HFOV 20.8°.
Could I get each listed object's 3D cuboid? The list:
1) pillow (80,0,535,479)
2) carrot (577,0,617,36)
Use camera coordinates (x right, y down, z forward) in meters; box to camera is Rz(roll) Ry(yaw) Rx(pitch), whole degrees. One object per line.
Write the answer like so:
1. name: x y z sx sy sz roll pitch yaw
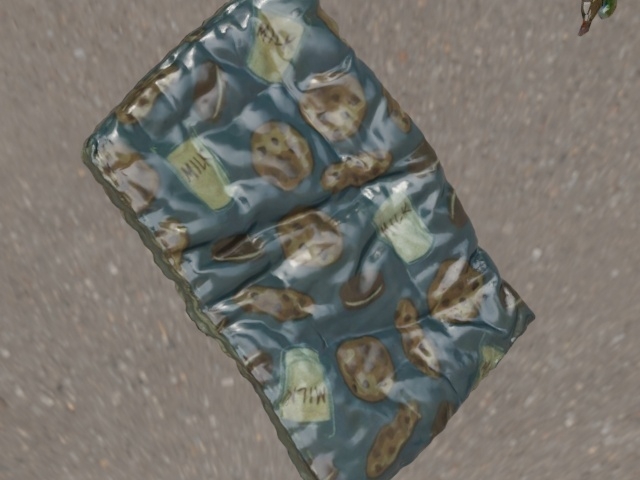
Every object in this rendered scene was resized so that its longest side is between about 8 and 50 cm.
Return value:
1. pillow: 0.000 -0.002 0.928 0.189 0.034 0.255 -44 106 -34
2. carrot: 0.225 -0.099 0.516 0.331 0.214 0.193 25 61 -8
